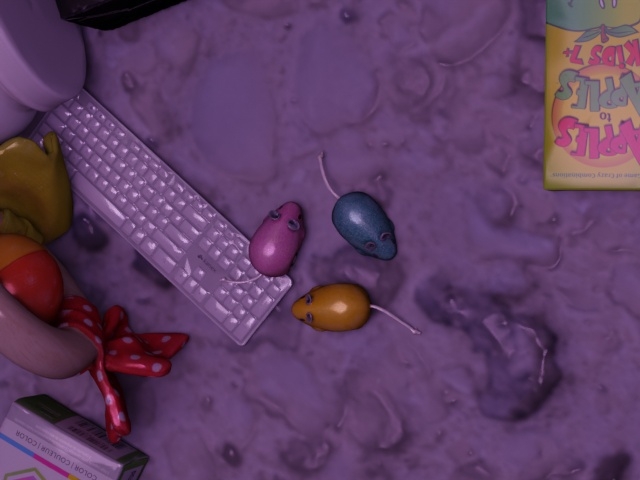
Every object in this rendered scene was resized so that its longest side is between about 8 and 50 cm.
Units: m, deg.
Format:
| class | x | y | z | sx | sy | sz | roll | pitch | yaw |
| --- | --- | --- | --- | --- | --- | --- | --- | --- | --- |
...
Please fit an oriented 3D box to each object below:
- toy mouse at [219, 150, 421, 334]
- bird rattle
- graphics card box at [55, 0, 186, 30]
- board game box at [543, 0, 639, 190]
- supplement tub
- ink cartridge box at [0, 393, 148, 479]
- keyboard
| class | x | y | z | sx | sy | sz | roll | pitch | yaw |
| --- | --- | --- | --- | --- | --- | --- | --- | --- | --- |
| toy mouse | 0.000 | 0.000 | 1.316 | 0.161 | 0.031 | 0.143 | 2 | 88 | 7 |
| bird rattle | -0.229 | 0.048 | 1.307 | 0.143 | 0.207 | 0.253 | -32 | 78 | 16 |
| graphics card box | -0.143 | -0.378 | 1.331 | 0.233 | 0.094 | 0.371 | -18 | 86 | 16 |
| board game box | 0.216 | -0.127 | 1.253 | 0.092 | 0.043 | 0.181 | 1 | 91 | 16 |
| supplement tub | -0.346 | -0.142 | 1.342 | 0.272 | 0.191 | 0.191 | -21 | 85 | 15 |
| ink cartridge box | -0.238 | 0.244 | 1.381 | 0.109 | 0.062 | 0.209 | 28 | 99 | 14 |
| keyboard | -0.134 | -0.024 | 1.373 | 0.256 | 0.014 | 0.072 | 42 | 101 | 12 |
